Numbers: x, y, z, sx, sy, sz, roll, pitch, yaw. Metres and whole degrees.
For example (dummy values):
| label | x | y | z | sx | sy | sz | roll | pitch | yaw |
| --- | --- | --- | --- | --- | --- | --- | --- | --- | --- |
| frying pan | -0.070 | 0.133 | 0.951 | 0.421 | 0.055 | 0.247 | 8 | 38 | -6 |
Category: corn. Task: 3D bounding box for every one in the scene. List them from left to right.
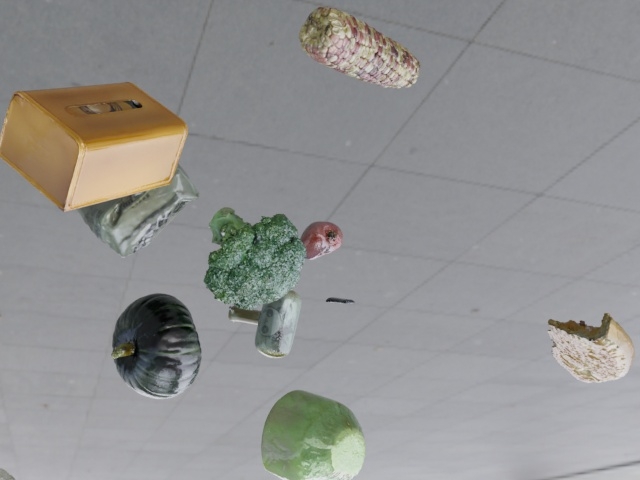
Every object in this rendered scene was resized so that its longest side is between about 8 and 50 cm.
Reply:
| label | x | y | z | sx | sy | sz | roll | pitch | yaw |
| --- | --- | --- | --- | --- | --- | --- | --- | --- | --- |
| corn | 0.079 | -0.339 | 1.328 | 0.098 | 0.098 | 0.289 | -21 | 163 | 38 |

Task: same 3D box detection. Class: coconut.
| label | x | y | z | sx | sy | sz | roll | pitch | yaw |
| --- | --- | --- | --- | --- | --- | --- | --- | --- | --- |
| coconut | -0.035 | 0.601 | 2.232 | 0.328 | 0.282 | 0.328 | -2 | -173 | 0 |

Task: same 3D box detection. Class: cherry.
| label | x | y | z | sx | sy | sz | roll | pitch | yaw |
| --- | --- | --- | --- | --- | --- | --- | --- | --- | --- |
| cherry | -0.004 | -0.004 | 1.908 | 0.126 | 0.087 | 0.106 | -19 | 153 | 25 |

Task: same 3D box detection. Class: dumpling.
| label | x | y | z | sx | sy | sz | roll | pitch | yaw |
| --- | --- | --- | --- | --- | --- | --- | --- | --- | --- |
| dumpling | -0.620 | 0.468 | 1.438 | 0.057 | 0.052 | 0.076 | -4 | 153 | -27 |

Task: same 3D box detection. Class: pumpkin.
| label | x | y | z | sx | sy | sz | roll | pitch | yaw |
| --- | --- | --- | --- | --- | --- | --- | --- | --- | --- |
| pumpkin | -0.384 | 0.247 | 1.708 | 0.249 | 0.250 | 0.216 | -23 | 167 | 40 |

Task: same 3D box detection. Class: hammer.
| label | x | y | z | sx | sy | sz | roll | pitch | yaw |
| --- | --- | --- | --- | --- | --- | --- | --- | --- | --- |
| hammer | -0.182 | 0.225 | 2.167 | 0.113 | 0.202 | 0.305 | 21 | 171 | -39 |

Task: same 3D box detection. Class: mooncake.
| label | x | y | z | sx | sy | sz | roll | pitch | yaw |
| --- | --- | --- | --- | --- | --- | --- | --- | --- | --- |
| mooncake | -0.414 | -0.089 | 1.684 | 0.250 | 0.254 | 0.136 | -42 | 123 | -6 |

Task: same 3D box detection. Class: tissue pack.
| label | x | y | z | sx | sy | sz | roll | pitch | yaw |
| --- | --- | --- | --- | --- | --- | --- | --- | --- | --- |
| tissue pack | -0.413 | -0.187 | 1.361 | 0.274 | 0.194 | 0.145 | -26 | 146 | -57 |

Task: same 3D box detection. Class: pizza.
| label | x | y | z | sx | sy | sz | roll | pitch | yaw |
| --- | --- | --- | --- | --- | --- | --- | --- | --- | --- |
| pizza | 0.589 | 0.234 | 1.614 | 0.182 | 0.074 | 0.365 | 23 | 162 | 29 |

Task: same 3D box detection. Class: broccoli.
| label | x | y | z | sx | sy | sz | roll | pitch | yaw |
| --- | --- | --- | --- | --- | --- | --- | --- | --- | --- |
| broccoli | -0.168 | 0.029 | 1.761 | 0.269 | 0.270 | 0.270 | -32 | 153 | -19 |

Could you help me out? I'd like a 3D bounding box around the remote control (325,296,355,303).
| label | x | y | z | sx | sy | sz | roll | pitch | yaw |
| --- | --- | --- | --- | --- | --- | --- | --- | --- | --- |
| remote control | 0.054 | 0.164 | 2.011 | 0.039 | 0.014 | 0.096 | 3 | 178 | -33 |
